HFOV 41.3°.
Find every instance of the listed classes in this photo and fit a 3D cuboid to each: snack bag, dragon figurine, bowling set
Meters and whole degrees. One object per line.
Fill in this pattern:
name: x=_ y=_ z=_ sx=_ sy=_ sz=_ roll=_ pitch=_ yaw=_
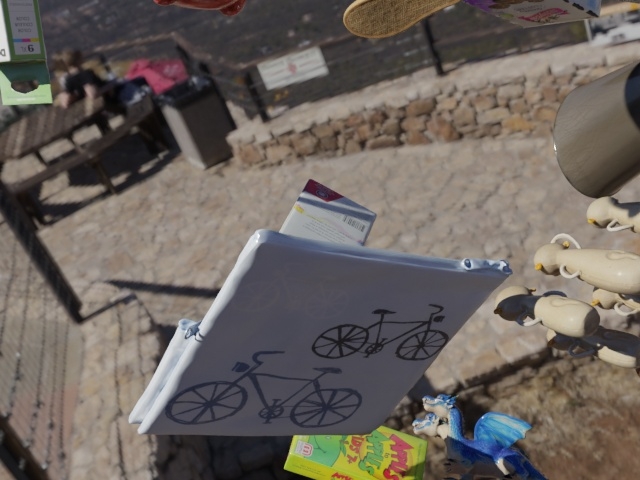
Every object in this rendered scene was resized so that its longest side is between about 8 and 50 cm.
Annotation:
snack bag: x=-0.005 y=0.113 z=0.927 sx=0.323 sy=0.342 sz=0.037 roll=8 pitch=43 yaw=-29
dragon figurine: x=0.269 y=0.316 z=1.278 sx=0.289 sy=0.085 sz=0.144 roll=9 pitch=40 yaw=19
bowling set: x=0.338 y=0.087 z=1.022 sx=0.287 sy=0.199 sz=0.154 roll=-30 pitch=25 yaw=-29

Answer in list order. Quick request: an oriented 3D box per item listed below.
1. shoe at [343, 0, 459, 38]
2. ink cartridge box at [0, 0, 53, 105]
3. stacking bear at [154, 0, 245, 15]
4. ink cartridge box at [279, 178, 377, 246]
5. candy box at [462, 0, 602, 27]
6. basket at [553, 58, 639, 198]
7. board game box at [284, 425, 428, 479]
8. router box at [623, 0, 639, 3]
shoe: x=0.137 y=-0.376 z=1.330 sx=0.219 sy=0.076 sz=0.058 roll=-11 pitch=35 yaw=32
ink cartridge box: x=-0.414 y=-0.275 z=1.084 sx=0.109 sy=0.209 sz=0.062 roll=3 pitch=15 yaw=33
stacking bear: x=-0.100 y=-0.348 z=0.740 sx=0.164 sy=0.288 sz=0.175 roll=16 pitch=16 yaw=34
ink cartridge box: x=0.000 y=0.000 z=1.338 sx=0.127 sy=0.072 sz=0.175 roll=29 pitch=41 yaw=-2
candy box: x=0.349 y=-0.424 z=1.428 sx=0.196 sy=0.070 sz=0.165 roll=9 pitch=-1 yaw=-37
basket: x=0.484 y=-0.193 z=1.305 sx=0.227 sy=0.154 sz=0.204 roll=137 pitch=144 yaw=-69
board game box: x=0.051 y=0.294 z=1.166 sx=0.181 sy=0.043 sz=0.092 roll=19 pitch=43 yaw=-1
router box: x=0.441 y=-0.332 z=0.890 sx=0.301 sy=0.082 sz=0.335 roll=8 pitch=-3 yaw=-4
